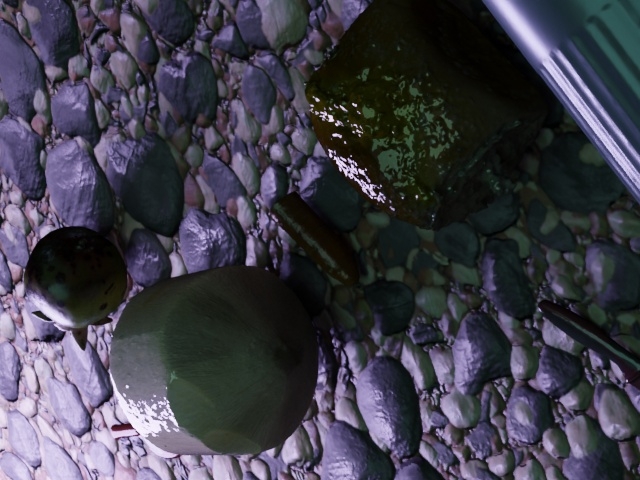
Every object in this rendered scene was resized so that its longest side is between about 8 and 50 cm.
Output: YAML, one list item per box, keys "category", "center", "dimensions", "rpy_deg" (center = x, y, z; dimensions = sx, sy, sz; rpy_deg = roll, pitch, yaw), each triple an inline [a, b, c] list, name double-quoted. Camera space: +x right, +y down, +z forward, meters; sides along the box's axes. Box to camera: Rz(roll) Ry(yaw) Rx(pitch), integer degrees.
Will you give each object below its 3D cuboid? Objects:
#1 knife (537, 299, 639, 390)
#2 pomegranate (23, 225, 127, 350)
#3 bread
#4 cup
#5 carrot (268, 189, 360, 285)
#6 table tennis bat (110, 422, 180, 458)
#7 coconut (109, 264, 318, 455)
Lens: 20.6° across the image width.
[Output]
- category: "knife"
  center: [0.331, 0.137, 1.894]
  dimensions: [0.247, 0.018, 0.035]
  rpy_deg: [37, 128, 24]
- category: "pomegranate"
  center: [-0.333, 0.057, 2.414]
  dimensions: [0.148, 0.148, 0.169]
  rpy_deg: [51, 161, 12]
- category: "bread"
  center: [0.106, -0.128, 1.863]
  dimensions: [0.246, 0.176, 0.195]
  rpy_deg: [47, 137, 16]
- category: "cup"
  center: [0.289, -0.191, 1.601]
  dimensions: [0.311, 0.256, 0.331]
  rpy_deg: [55, 135, 6]
- category: "carrot"
  center: [0.000, 0.000, 2.125]
  dimensions: [0.139, 0.048, 0.048]
  rpy_deg: [45, 134, 15]
- category: "table tennis bat"
  center: [-0.242, 0.266, 2.504]
  dimensions: [0.154, 0.019, 0.098]
  rpy_deg: [-11, 102, 43]
- category: "coconut"
  center: [-0.122, 0.147, 2.172]
  dimensions: [0.266, 0.237, 0.237]
  rpy_deg: [-5, 106, 45]
